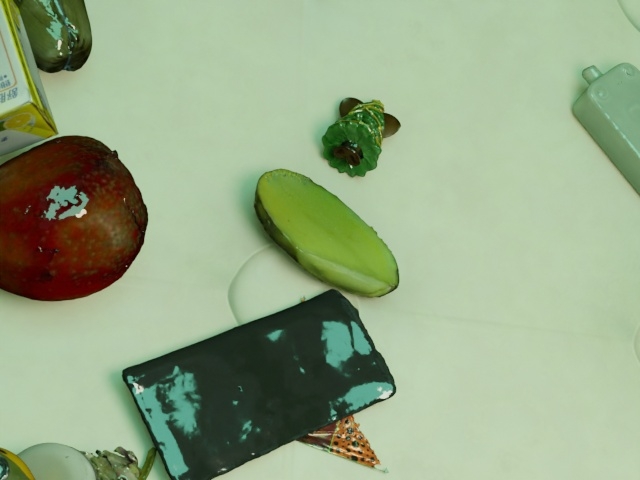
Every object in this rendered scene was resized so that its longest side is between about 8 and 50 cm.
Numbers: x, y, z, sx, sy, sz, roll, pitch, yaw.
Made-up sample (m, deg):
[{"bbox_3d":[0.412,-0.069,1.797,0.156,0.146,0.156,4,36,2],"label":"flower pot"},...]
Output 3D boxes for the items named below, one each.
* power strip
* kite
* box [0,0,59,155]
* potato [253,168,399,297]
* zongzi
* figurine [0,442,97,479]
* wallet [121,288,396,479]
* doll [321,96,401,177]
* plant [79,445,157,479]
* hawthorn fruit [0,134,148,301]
[{"bbox_3d":[0.453,-0.067,1.922,0.091,0.062,0.385,-35,81,-26],"label":"power strip"},{"bbox_3d":[-0.026,0.179,1.704,0.125,0.008,0.222,-19,75,-23],"label":"kite"},{"bbox_3d":[-0.430,-0.152,1.622,0.265,0.097,0.168,-22,74,0],"label":"box"},{"bbox_3d":[0.000,0.000,1.761,0.198,0.054,0.119,31,39,-11],"label":"potato"},{"bbox_3d":[-0.299,-0.321,1.777,0.221,0.112,0.242,45,62,7],"label":"zongzi"},{"bbox_3d":[-0.319,0.291,1.460,0.166,0.141,0.250,8,69,20],"label":"figurine"},{"bbox_3d":[-0.063,0.157,1.677,0.285,0.030,0.146,-21,73,-26],"label":"wallet"},{"bbox_3d":[0.053,-0.140,1.825,0.078,0.077,0.113,25,62,5],"label":"doll"},{"bbox_3d":[-0.207,0.262,1.591,0.122,0.104,0.117,-26,116,-56],"label":"plant"},{"bbox_3d":[-0.300,-0.013,1.626,0.235,0.181,0.181,-15,72,-8],"label":"hawthorn fruit"}]
